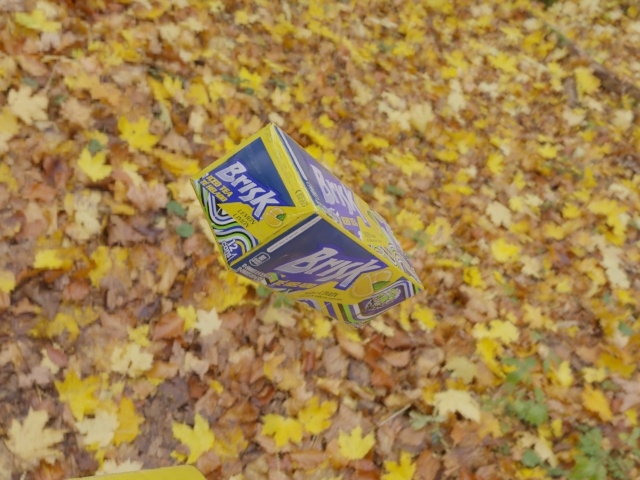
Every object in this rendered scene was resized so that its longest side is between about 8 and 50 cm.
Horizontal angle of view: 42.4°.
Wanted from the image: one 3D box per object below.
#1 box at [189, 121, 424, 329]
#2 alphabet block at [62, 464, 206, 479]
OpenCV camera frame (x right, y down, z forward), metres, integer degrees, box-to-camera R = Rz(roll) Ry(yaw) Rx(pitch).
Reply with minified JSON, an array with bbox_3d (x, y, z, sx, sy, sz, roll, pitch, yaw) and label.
[{"bbox_3d":[0.000,0.000,0.462,0.054,0.169,0.059,-33,64,13],"label":"box"},{"bbox_3d":[-0.131,0.241,0.394,0.197,0.192,0.193,-29,75,2],"label":"alphabet block"}]
